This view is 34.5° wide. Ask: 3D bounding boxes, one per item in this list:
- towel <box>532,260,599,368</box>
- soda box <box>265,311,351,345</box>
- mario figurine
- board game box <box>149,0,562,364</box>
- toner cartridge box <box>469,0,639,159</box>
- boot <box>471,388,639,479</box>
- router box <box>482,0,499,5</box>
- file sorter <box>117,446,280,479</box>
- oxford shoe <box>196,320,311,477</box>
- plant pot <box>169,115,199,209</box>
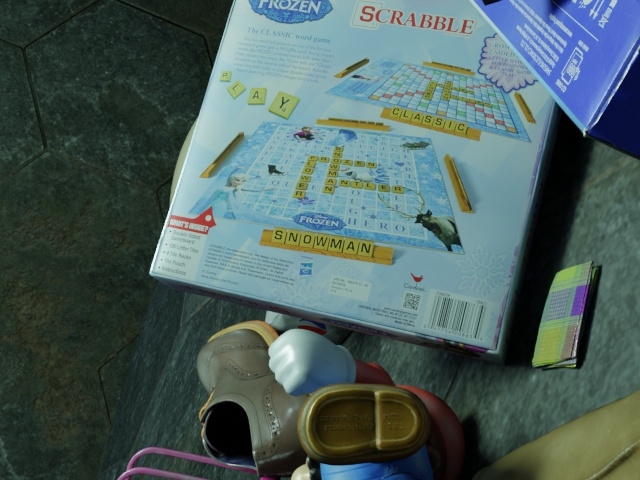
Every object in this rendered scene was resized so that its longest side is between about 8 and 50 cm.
[{"bbox_3d":[0.189,0.060,0.794,0.060,0.009,0.083,149,140,-67],"label":"towel"},{"bbox_3d":[0.000,0.000,1.344,0.091,0.098,0.286,126,158,-44],"label":"soda box"},{"bbox_3d":[0.021,0.186,0.783,0.320,0.170,0.198,68,-140,-79],"label":"mario figurine"},{"bbox_3d":[0.043,-0.080,0.919,0.066,0.319,0.318,47,-123,-69],"label":"board game box"},{"bbox_3d":[0.208,-0.136,0.691,0.348,0.165,0.075,-100,34,-62],"label":"toner cartridge box"},{"bbox_3d":[0.168,0.187,0.577,0.269,0.089,0.236,-51,13,48],"label":"boot"},{"bbox_3d":[0.231,-0.287,0.625,0.243,0.081,0.309,-11,35,42],"label":"router box"},{"bbox_3d":[-0.153,0.355,1.052,0.290,0.182,0.202,-70,-10,-83],"label":"file sorter"},{"bbox_3d":[-0.091,0.180,1.194,0.364,0.133,0.130,11,116,64],"label":"oxford shoe"},{"bbox_3d":[-0.035,-0.088,1.157,0.284,0.284,0.191,-57,33,37],"label":"plant pot"}]
